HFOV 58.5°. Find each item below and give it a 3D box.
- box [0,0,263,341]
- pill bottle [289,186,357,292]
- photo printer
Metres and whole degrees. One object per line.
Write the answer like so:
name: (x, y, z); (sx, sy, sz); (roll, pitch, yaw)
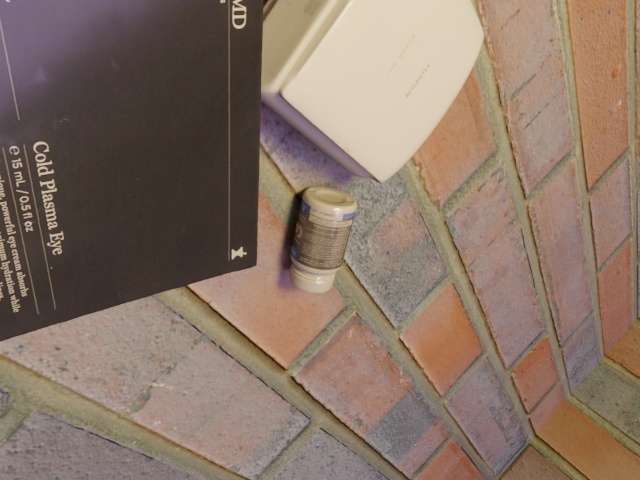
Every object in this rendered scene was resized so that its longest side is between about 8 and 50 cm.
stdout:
box: (-0.223, -0.119, 0.461); (0.312, 0.179, 0.343); (-15, 126, -32)
pill bottle: (0.000, 0.000, 0.809); (0.078, 0.078, 0.137); (-7, 121, -38)
photo printer: (0.070, -0.215, 0.679); (0.256, 0.107, 0.307); (-55, 147, 4)
